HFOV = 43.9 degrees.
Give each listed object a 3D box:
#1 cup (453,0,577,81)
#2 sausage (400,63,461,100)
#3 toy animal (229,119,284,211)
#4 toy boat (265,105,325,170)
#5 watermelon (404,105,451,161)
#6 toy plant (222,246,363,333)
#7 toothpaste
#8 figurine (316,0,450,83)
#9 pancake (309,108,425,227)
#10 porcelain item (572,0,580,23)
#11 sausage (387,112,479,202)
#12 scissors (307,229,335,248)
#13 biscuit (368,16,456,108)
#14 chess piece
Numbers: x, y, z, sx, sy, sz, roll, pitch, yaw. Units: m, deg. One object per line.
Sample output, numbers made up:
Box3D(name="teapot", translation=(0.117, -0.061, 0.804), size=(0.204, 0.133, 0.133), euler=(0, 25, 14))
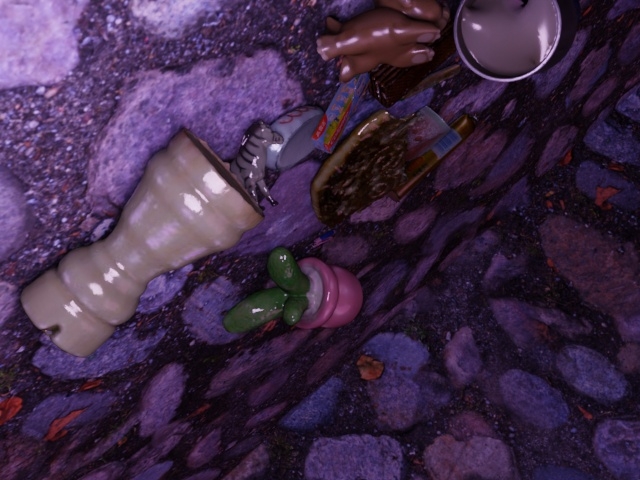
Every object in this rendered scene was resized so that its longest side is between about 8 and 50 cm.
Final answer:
Box3D(name="cup", translation=(0.453, -0.536, 1.838), size=(0.237, 0.323, 0.327), euler=(-5, -167, 25))
Box3D(name="sausage", translation=(0.278, -0.408, 2.039), size=(0.269, 0.033, 0.033), euler=(-30, 155, -34))
Box3D(name="toy animal", translation=(-0.168, -0.136, 1.615), size=(0.217, 0.176, 0.073), euler=(-17, -173, 18))
Box3D(name="toy boat", translation=(-0.069, -0.226, 1.713), size=(0.208, 0.079, 0.134), euler=(-39, 160, -46))
Box3D(name="watermelon", translation=(0.221, -0.261, 2.172), size=(0.241, 0.094, 0.154), euler=(-28, 164, -34))
Box3D(name="toy plant", translation=(-0.064, 0.170, 2.290), size=(0.356, 0.210, 0.317), euler=(4, 132, -47))
Box3D(name="toothpaste", translation=(0.043, -0.289, 1.721), size=(0.193, 0.044, 0.070), euler=(-63, 162, -13))
Box3D(name="figurine", translation=(0.122, -0.432, 1.538), size=(0.247, 0.173, 0.177), euler=(-16, 161, 15))
Box3D(name="pancake", translation=(0.111, -0.193, 2.030), size=(0.305, 0.067, 0.427), euler=(-24, 154, -16))
Box3D(name="porcelain item", translation=(0.607, -0.603, 2.112), size=(0.114, 0.147, 0.147), euler=(-28, 154, -35))
Box3D(name="sausage", translation=(0.342, -0.262, 2.386), size=(0.371, 0.082, 0.082), euler=(-42, 160, -7))
Box3D(name="scissors", translation=(0.000, 0.000, 2.338), size=(0.113, 0.012, 0.039), euler=(-25, 152, -41))
Box3D(name="biscuit", translation=(0.218, -0.423, 1.847), size=(0.252, 0.070, 0.106), euler=(-41, 161, -8))
Box3D(name="chess piece", translation=(-0.333, 0.018, 1.479), size=(0.442, 0.234, 0.234), euler=(-42, 160, 4))
